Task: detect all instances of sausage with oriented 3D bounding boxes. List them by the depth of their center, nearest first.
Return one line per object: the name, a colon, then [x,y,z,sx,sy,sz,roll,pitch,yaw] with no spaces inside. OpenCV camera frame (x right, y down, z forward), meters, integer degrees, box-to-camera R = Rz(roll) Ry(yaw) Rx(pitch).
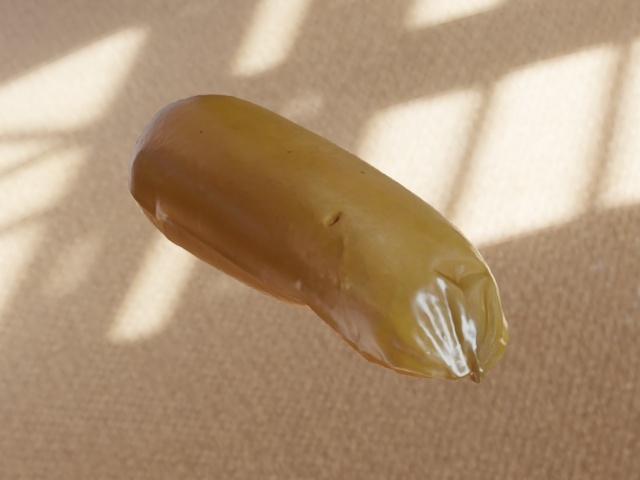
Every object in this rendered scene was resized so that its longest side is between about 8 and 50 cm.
sausage: [0.002,-0.005,1.069,0.134,0.116,0.354,4,18,-43]
